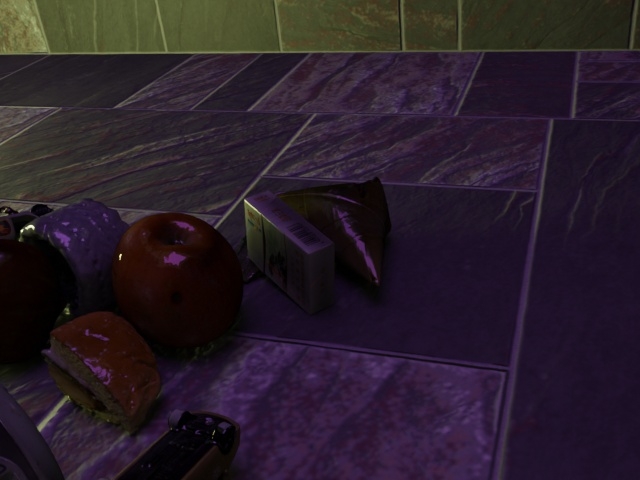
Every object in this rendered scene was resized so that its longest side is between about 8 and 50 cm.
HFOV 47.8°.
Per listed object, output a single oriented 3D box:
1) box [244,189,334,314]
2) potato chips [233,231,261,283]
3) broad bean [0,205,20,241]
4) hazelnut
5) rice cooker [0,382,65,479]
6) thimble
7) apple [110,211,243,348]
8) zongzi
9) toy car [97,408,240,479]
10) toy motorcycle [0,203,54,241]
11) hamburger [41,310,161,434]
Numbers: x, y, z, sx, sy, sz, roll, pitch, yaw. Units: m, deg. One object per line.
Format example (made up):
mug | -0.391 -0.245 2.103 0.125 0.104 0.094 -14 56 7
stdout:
box | -0.063 0.019 1.414 0.067 0.150 0.233 -20 40 -30
potato chips | -0.147 0.030 1.560 0.091 0.028 0.207 3 33 14
broad bean | -0.724 0.029 1.610 0.144 0.049 0.292 28 36 -4
hazelnut | -0.577 0.106 1.319 0.229 0.230 0.229 -5 30 3
rice cooker | -0.480 0.320 0.872 0.288 0.289 0.277 19 36 37
thimble | -0.477 0.036 1.438 0.245 0.217 0.157 -8 17 45
apple | -0.260 0.068 1.316 0.253 0.254 0.254 -5 30 3
zongzi | 0.000 0.000 1.480 0.273 0.145 0.300 -5 36 11
toy car | -0.204 0.334 0.957 0.101 0.125 0.256 10 24 25
toy motorcycle | -0.665 0.002 1.566 0.263 0.091 0.157 -22 66 -45
hamburger | -0.338 0.206 1.188 0.207 0.135 0.155 25 44 39
